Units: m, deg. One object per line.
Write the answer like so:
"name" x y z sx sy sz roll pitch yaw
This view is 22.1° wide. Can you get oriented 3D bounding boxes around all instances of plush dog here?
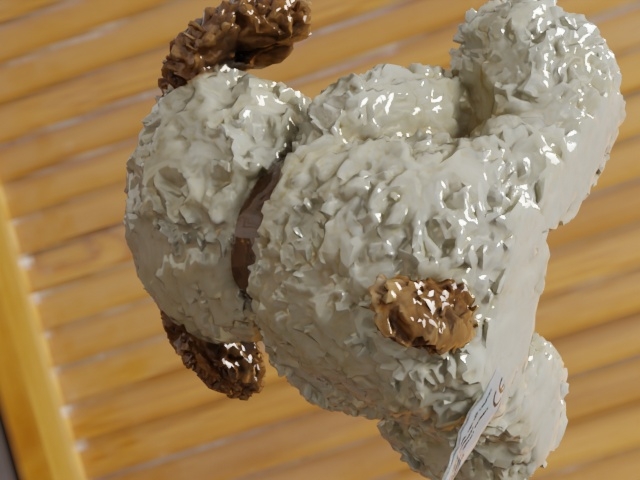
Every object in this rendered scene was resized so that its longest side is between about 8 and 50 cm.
"plush dog" 0.000 0.000 0.801 0.225 0.262 0.211 16 18 29
